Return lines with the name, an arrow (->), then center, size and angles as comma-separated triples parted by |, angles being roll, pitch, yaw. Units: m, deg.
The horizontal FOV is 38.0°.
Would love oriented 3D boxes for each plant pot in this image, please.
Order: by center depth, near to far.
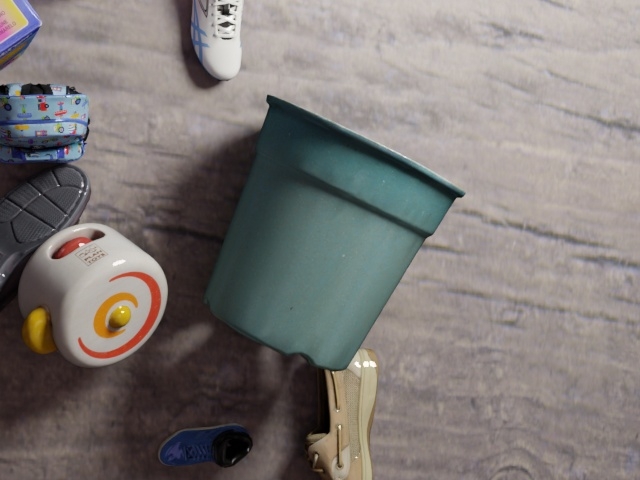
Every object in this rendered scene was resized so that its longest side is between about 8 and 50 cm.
plant pot -> 0.000, 0.000, 1.438 | 0.341, 0.341, 0.334 | 24, 93, -20

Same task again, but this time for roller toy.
roller toy -> -0.331, 0.083, 1.367 | 0.209, 0.146, 0.191 | 24, 96, -54

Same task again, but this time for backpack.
backpack -> -0.409, -0.170, 1.343 | 0.158, 0.173, 0.117 | -3, 95, -20

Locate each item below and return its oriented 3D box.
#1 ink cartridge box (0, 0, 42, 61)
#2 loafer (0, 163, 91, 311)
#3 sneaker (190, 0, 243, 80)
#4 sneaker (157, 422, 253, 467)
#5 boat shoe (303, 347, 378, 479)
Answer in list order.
ink cartridge box -> -0.513, -0.247, 1.182 | 0.270, 0.395, 0.151 | -39, 105, -13
loafer -> -0.458, 0.013, 1.399 | 0.109, 0.095, 0.302 | 36, 76, 12
sneaker -> -0.158, -0.372, 1.466 | 0.085, 0.086, 0.237 | -4, 97, -21
sneaker -> -0.185, 0.338, 1.509 | 0.152, 0.084, 0.058 | -7, 97, -19
boat shoe -> 0.023, 0.350, 1.575 | 0.110, 0.121, 0.341 | 7, 82, -16
